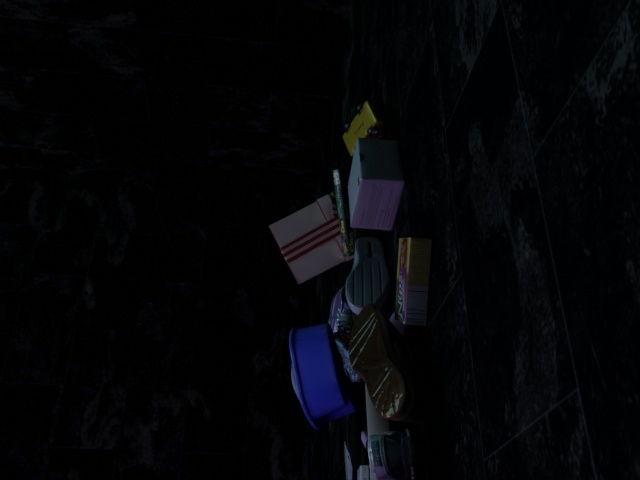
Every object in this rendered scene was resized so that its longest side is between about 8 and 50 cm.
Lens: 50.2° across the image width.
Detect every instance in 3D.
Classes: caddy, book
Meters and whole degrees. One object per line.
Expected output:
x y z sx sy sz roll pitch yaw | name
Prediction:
-0.009 0.433 2.210 0.241 0.179 0.341 52 -157 -61 | caddy
0.106 0.614 1.624 0.096 0.035 0.144 90 180 -65 | book

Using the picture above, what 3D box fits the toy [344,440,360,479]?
0.104 0.724 1.995 0.137 0.056 0.237 -117 27 -72 | toy

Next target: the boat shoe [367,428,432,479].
0.170 0.421 1.351 0.301 0.102 0.108 54 -152 -65 | boat shoe

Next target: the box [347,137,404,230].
0.147 -0.154 1.863 0.181 0.119 0.182 -91 8 -46 | box

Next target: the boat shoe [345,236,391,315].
0.137 0.120 1.905 0.335 0.121 0.119 -75 -14 -57 | boat shoe

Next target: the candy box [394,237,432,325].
0.201 0.088 1.495 0.109 0.053 0.186 180 95 -84 | candy box

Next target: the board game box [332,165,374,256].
0.103 -0.093 2.032 0.136 0.030 0.259 -20 -72 -48 | board game box

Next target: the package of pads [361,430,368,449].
0.138 0.531 1.814 0.083 0.050 0.032 -178 92 -85 | package of pads

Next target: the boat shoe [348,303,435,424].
0.156 0.264 1.460 0.123 0.123 0.342 -58 24 16 | boat shoe

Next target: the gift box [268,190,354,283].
0.000 0.000 2.273 0.255 0.258 0.276 63 180 -4 | gift box

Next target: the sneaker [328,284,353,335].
0.076 0.289 2.370 0.161 0.102 0.282 112 161 -63 | sneaker

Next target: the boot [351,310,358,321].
0.121 0.220 2.260 0.114 0.037 0.106 112 149 -82 | boot

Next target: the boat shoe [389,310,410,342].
0.186 0.227 1.584 0.040 0.049 0.142 47 -143 -41 | boat shoe

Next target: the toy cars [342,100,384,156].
0.142 -0.246 2.128 0.176 0.087 0.393 35 128 52 | toy cars

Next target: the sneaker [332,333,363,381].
0.093 0.365 2.118 0.262 0.104 0.125 -128 41 -82 | sneaker

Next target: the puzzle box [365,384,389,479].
0.137 0.454 1.631 0.272 0.052 0.409 82 -174 -54 | puzzle box
